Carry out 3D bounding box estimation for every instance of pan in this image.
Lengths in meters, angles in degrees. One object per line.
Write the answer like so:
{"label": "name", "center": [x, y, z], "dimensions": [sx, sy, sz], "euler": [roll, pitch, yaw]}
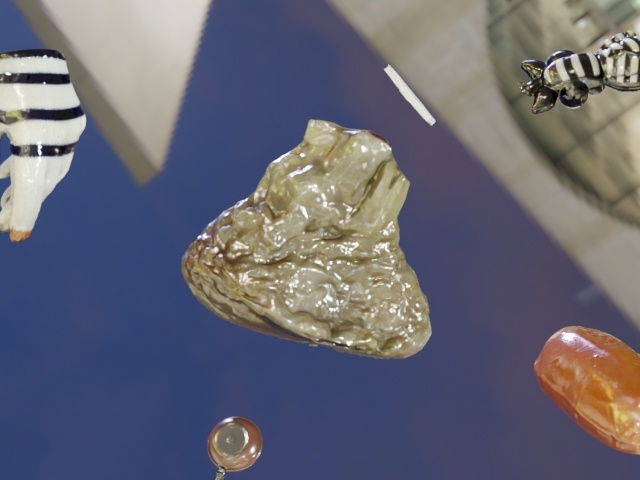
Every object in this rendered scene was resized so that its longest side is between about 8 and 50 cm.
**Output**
{"label": "pan", "center": [-0.114, 0.263, 2.091], "dimensions": [0.068, 0.115, 0.023], "euler": [19, 165, 18]}

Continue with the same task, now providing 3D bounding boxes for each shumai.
{"label": "shumai", "center": [0.001, -0.003, 2.288], "dimensions": [0.346, 0.283, 0.217], "euler": [13, 177, -13]}

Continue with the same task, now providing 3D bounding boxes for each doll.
{"label": "doll", "center": [0.375, -0.229, 2.358], "dimensions": [0.067, 0.219, 0.091], "euler": [71, -174, -60]}

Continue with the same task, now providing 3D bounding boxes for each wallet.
{"label": "wallet", "center": [0.105, -0.171, 2.057], "dimensions": [0.083, 0.011, 0.044], "euler": [52, -173, 9]}

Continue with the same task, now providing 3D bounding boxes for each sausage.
{"label": "sausage", "center": [0.378, 0.196, 2.304], "dimensions": [0.133, 0.133, 0.258], "euler": [35, -176, -37]}

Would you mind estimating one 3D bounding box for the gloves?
{"label": "gloves", "center": [-0.346, -0.110, 2.071], "dimensions": [0.140, 0.131, 0.218], "euler": [11, -108, -80]}
